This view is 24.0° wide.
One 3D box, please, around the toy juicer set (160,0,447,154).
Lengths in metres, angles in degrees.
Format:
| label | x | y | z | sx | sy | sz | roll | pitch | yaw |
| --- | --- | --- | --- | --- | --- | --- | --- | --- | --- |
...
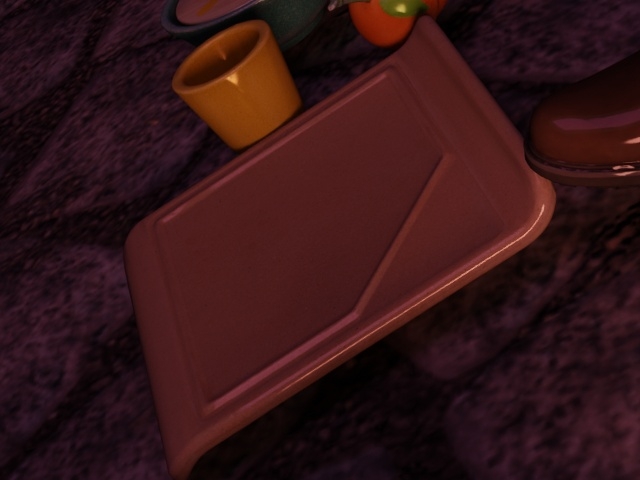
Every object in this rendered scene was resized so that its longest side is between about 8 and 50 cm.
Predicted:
| label | x | y | z | sx | sy | sz | roll | pitch | yaw |
| --- | --- | --- | --- | --- | --- | --- | --- | --- | --- |
| toy juicer set | -0.015 | -0.195 | 1.010 | 0.209 | 0.089 | 0.329 | -32 | 28 | 6 |

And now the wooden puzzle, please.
| label | x | y | z | sx | sy | sz | roll | pitch | yaw |
| --- | --- | --- | --- | --- | --- | --- | --- | --- | --- |
| wooden puzzle | 0.000 | 0.000 | 0.808 | 0.239 | 0.044 | 0.221 | -37 | 32 | 9 |

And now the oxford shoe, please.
| label | x | y | z | sx | sy | sz | roll | pitch | yaw |
| --- | --- | --- | --- | --- | --- | --- | --- | --- | --- |
| oxford shoe | 0.189 | -0.096 | 0.670 | 0.227 | 0.096 | 0.083 | -25 | 36 | 9 |
